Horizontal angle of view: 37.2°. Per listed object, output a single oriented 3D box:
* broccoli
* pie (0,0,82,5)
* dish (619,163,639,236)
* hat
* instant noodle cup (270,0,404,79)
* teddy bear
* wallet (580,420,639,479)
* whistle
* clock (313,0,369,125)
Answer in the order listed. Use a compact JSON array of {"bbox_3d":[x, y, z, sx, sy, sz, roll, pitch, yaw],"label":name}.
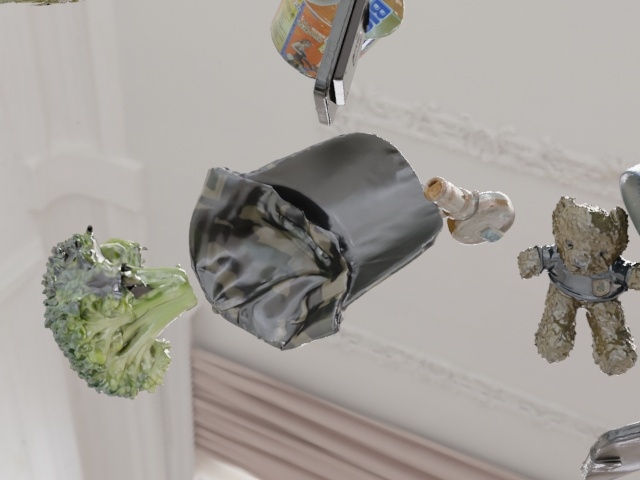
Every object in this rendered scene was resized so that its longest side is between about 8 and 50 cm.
[{"bbox_3d":[-0.385,0.133,1.855,0.281,0.348,0.293,-25,-4,-9],"label":"broccoli"},{"bbox_3d":[-0.405,-0.353,1.245,0.296,0.371,0.078,-127,32,-66],"label":"pie"},{"bbox_3d":[0.504,-0.008,1.174,0.134,0.273,0.273,-34,-21,3],"label":"dish"},{"bbox_3d":[0.000,0.000,1.643,0.381,0.366,0.257,-18,-23,-33],"label":"hat"},{"bbox_3d":[0.025,-0.535,2.276,0.296,0.296,0.214,-54,4,-39],"label":"instant noodle cup"},{"bbox_3d":[0.362,0.054,1.314,0.129,0.182,0.251,-65,-24,-60],"label":"teddy bear"},{"bbox_3d":[0.640,0.426,1.949,0.377,0.197,0.051,74,178,-63],"label":"wallet"},{"bbox_3d":[0.229,-0.044,1.456,0.220,0.107,0.057,27,-140,-50],"label":"whistle"},{"bbox_3d":[0.050,-0.381,1.874,0.273,0.049,0.279,60,-134,-83],"label":"clock"}]
